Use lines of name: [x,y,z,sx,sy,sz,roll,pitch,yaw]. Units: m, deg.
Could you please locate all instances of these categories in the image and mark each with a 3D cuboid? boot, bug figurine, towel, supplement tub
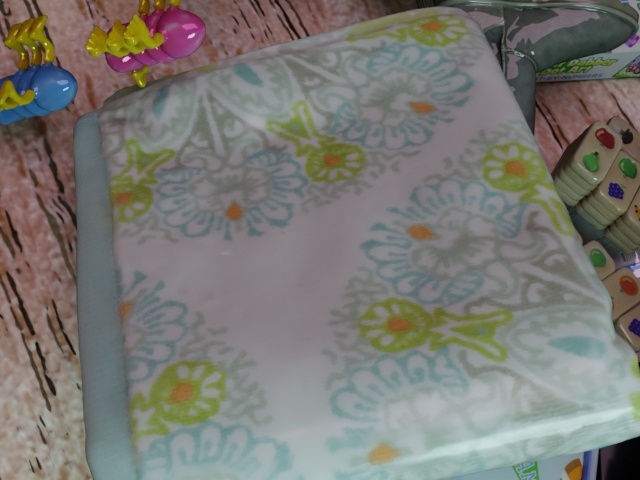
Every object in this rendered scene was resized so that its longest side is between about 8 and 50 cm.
boot: [0.168,-0.099,0.883,0.190,0.076,0.208,2,78,-1]
bug figurine: [-0.152,-0.192,0.824,0.072,0.216,0.279,47,53,-40]
towel: [0.000,0.000,0.718,0.321,0.090,0.374,-14,49,1]
supplement tub: [0.241,-0.003,0.892,0.071,0.071,0.107,-9,68,-18]

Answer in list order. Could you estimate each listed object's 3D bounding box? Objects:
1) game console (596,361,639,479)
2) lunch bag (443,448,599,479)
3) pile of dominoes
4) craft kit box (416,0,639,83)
game console: [0.383,0.270,0.809,0.387,0.060,0.342,6,64,-11]
lunch bag: [0.079,0.167,0.751,0.243,0.115,0.303,19,62,-8]
pile of dominoes: [0.286,0.016,0.833,0.251,0.040,0.196,39,52,-2]
craft kit box: [0.204,-0.264,1.014,0.247,0.061,0.249,-5,68,-19]
